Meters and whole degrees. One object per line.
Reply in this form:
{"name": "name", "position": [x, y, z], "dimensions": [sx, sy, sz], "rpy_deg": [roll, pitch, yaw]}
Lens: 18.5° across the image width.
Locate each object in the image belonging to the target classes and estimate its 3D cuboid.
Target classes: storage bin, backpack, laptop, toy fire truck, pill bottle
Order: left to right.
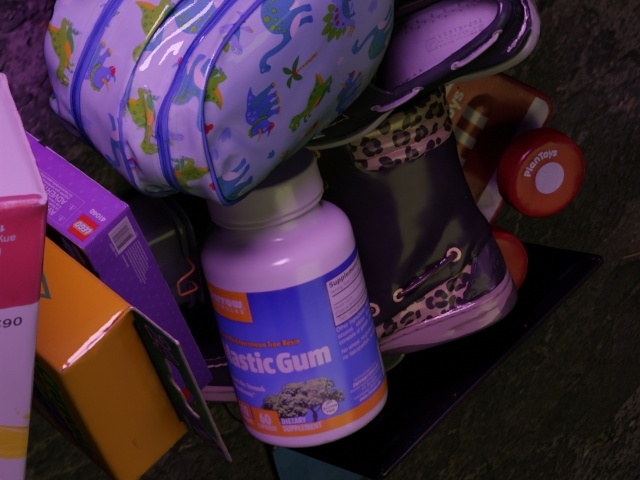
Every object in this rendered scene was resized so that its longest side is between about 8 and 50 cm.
{"name": "storage bin", "position": [-0.173, 0.025, 1.907], "dimensions": [0.091, 0.098, 0.135], "rpy_deg": [-29, 143, -20]}
{"name": "backpack", "position": [-0.073, -0.198, 1.694], "dimensions": [0.355, 0.273, 0.290], "rpy_deg": [-29, 151, -17]}
{"name": "pill bottle", "position": [-0.032, 0.051, 1.918], "dimensions": [0.152, 0.152, 0.272], "rpy_deg": [-32, 120, -34]}
{"name": "toy fire truck", "position": [0.124, -0.069, 2.191], "dimensions": [0.254, 0.169, 0.302], "rpy_deg": [22, 103, -34]}
{"name": "laptop", "position": [0.145, 0.201, 2.401], "dimensions": [0.382, 0.408, 0.236], "rpy_deg": [-43, 114, -20]}

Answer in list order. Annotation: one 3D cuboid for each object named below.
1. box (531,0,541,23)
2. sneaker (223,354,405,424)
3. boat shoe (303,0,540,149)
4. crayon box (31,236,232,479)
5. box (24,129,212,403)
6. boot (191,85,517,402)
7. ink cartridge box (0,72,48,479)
{"name": "box", "position": [0.138, -0.260, 2.015], "dimensions": [0.145, 0.038, 0.186], "rpy_deg": [-32, 134, -5]}
{"name": "sneaker", "position": [0.001, 0.136, 2.264], "dimensions": [0.226, 0.086, 0.163], "rpy_deg": [-23, -170, 9]}
{"name": "boat shoe", "position": [0.057, -0.175, 1.877], "dimensions": [0.302, 0.114, 0.091], "rpy_deg": [-25, 163, 20]}
{"name": "crayon box", "position": [-0.229, 0.074, 1.635], "dimensions": [0.083, 0.323, 0.203], "rpy_deg": [-44, 148, -18]}
{"name": "box", "position": [-0.214, 0.019, 1.724], "dimensions": [0.057, 0.201, 0.293], "rpy_deg": [-45, 149, -17]}
{"name": "boot", "position": [0.000, 0.000, 2.053], "dimensions": [0.377, 0.138, 0.284], "rpy_deg": [-15, 118, 1]}
{"name": "ink cartridge box", "position": [-0.352, 0.087, 1.392], "dimensions": [0.279, 0.160, 0.385], "rpy_deg": [-7, 132, -21]}
